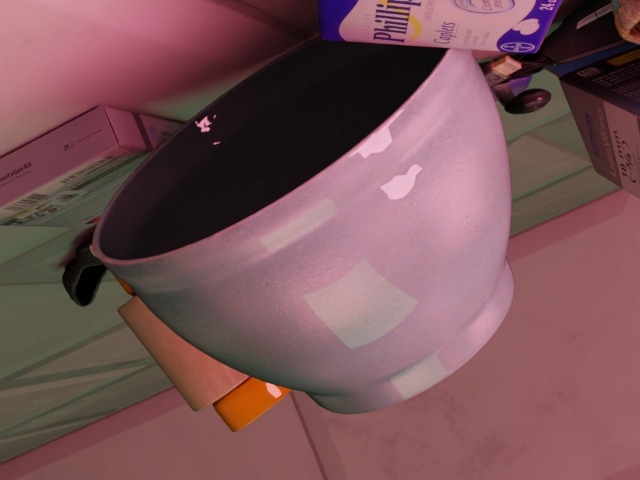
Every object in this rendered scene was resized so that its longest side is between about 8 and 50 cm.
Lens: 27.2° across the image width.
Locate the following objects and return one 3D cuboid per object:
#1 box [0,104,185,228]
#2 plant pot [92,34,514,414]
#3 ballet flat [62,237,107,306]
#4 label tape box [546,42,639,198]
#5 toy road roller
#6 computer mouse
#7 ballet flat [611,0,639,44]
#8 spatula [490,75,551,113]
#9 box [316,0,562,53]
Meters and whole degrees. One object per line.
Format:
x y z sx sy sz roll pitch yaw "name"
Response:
-0.183 -0.054 1.066 0.145 0.038 0.186 -25 171 18 "box"
0.016 -0.004 0.927 0.293 0.196 0.293 -29 -159 13 "plant pot"
-0.235 0.026 1.405 0.057 0.049 0.173 -19 171 -26 "ballet flat"
0.386 -0.137 1.277 0.241 0.106 0.333 -21 -159 -6 "label tape box"
-0.071 0.043 1.397 0.240 0.202 0.329 -37 -177 -2 "toy road roller"
0.231 -0.194 1.205 0.184 0.060 0.262 -21 -176 -41 "computer mouse"
0.397 -0.153 1.049 0.348 0.123 0.123 19 174 6 "ballet flat"
0.193 -0.145 1.339 0.084 0.030 0.296 -15 -171 -1 "spatula"
0.067 -0.160 0.753 0.137 0.072 0.126 4 171 2 "box"
